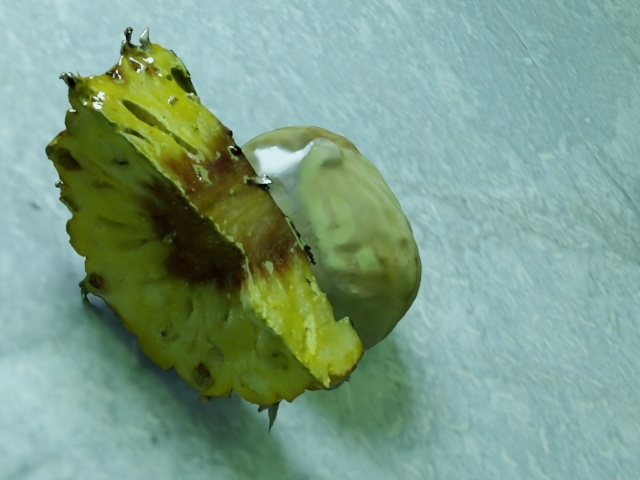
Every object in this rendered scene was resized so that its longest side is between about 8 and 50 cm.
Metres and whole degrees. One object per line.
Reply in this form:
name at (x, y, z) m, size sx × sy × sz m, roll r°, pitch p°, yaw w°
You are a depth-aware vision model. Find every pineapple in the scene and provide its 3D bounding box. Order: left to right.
pineapple at (-0.085, 0.007, 0.619) m, size 0.079 × 0.135 × 0.233 m, roll -37°, pitch 97°, yaw -39°

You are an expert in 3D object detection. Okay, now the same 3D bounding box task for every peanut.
peanut at (0.000, 0.000, 0.719) m, size 0.140 × 0.109 × 0.159 m, roll -22°, pitch 84°, yaw -40°
